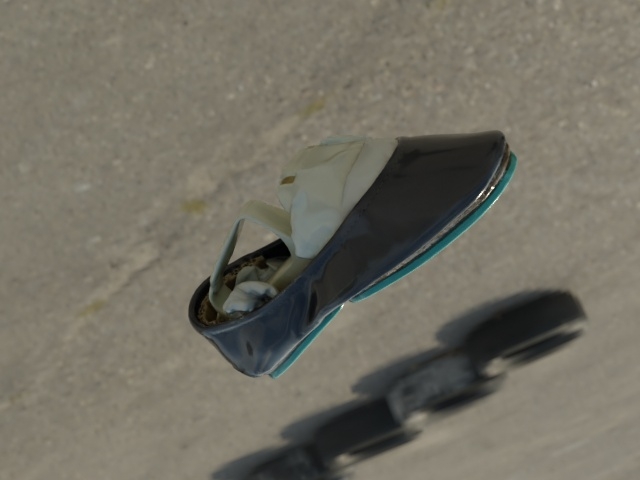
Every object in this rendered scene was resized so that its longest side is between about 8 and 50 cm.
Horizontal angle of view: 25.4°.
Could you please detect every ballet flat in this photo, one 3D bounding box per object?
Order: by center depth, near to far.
[{"bbox_3d":[0.000,0.000,0.622,0.074,0.074,0.203,-8,158,-37],"label":"ballet flat"}]
